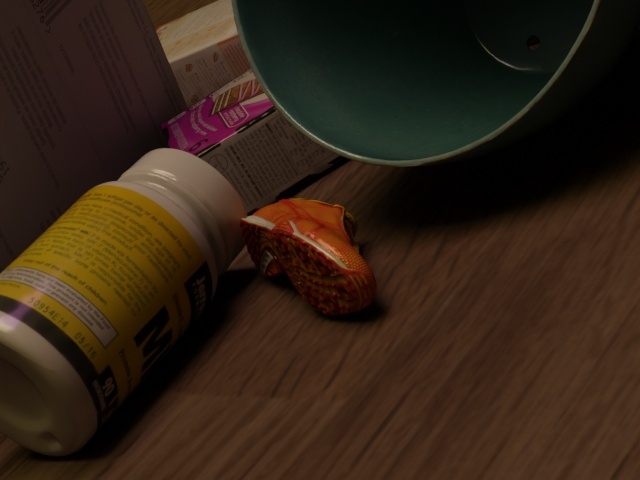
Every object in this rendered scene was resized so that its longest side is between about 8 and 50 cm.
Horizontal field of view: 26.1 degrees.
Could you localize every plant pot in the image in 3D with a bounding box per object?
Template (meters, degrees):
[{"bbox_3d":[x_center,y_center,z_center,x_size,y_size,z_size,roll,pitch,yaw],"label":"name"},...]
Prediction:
[{"bbox_3d":[0.109,-0.190,0.943,0.290,0.290,0.195,-15,-9,36],"label":"plant pot"}]

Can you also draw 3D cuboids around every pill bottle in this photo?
[{"bbox_3d":[-0.144,0.035,0.935,0.119,0.119,0.208,-9,31,44],"label":"pill bottle"}]

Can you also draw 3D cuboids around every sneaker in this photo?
[{"bbox_3d":[0.000,0.000,0.900,0.067,0.064,0.175,-26,23,-13],"label":"sneaker"}]

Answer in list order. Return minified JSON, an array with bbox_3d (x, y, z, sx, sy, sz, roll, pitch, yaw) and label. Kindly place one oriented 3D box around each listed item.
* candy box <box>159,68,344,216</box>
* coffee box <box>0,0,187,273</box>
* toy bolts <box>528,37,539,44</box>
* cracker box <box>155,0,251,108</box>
[{"bbox_3d":[-0.012,-0.113,1.145,0.233,0.071,0.159,-32,21,-2],"label":"candy box"},{"bbox_3d":[-0.363,-0.117,1.139,0.334,0.338,0.338,1,40,28],"label":"coffee box"},{"bbox_3d":[0.220,-0.287,1.095,0.218,0.158,0.228,-4,34,49],"label":"toy bolts"},{"bbox_3d":[-0.105,-0.204,1.471,0.232,0.067,0.156,-17,26,34],"label":"cracker box"}]
